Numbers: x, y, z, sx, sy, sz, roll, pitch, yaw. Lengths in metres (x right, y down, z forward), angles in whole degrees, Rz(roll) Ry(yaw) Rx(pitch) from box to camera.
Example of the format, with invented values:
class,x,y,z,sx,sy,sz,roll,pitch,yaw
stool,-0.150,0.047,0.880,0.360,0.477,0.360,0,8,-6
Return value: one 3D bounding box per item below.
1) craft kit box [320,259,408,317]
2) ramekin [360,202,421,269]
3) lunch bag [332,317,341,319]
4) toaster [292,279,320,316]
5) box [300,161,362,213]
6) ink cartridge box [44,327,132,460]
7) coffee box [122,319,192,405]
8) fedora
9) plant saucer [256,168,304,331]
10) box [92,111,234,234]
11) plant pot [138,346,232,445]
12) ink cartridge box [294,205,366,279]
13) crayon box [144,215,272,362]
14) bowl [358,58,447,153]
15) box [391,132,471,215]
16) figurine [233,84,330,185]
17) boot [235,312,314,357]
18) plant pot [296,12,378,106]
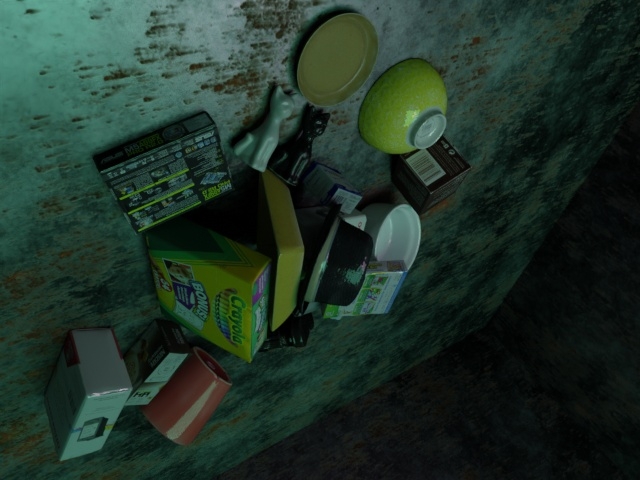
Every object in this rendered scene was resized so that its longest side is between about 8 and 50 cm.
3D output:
class,x,y,z,sx,sy,sz,roll,pitch,yaw
craft kit box,0.141,0.167,1.625,0.246,0.061,0.250,-4,139,-17
ramekin,0.228,-0.004,1.718,0.277,0.135,0.277,-17,114,-43
lunch bag,0.077,0.309,2.118,0.083,0.053,0.071,19,115,-42
toaster,-0.062,0.141,1.673,0.110,0.168,0.186,-8,137,-43
box,0.034,-0.155,1.425,0.126,0.137,0.072,13,121,-51
ink cartridge box,-0.672,0.434,1.378,0.131,0.226,0.306,2,131,-44
coffee box,-0.537,0.388,1.531,0.246,0.141,0.098,-47,146,14
fedora,0.053,0.071,1.339,0.334,0.152,0.334,19,90,-86
plant saucer,-0.113,0.020,1.311,0.080,0.333,0.333,-5,138,-14
box,-0.351,-0.153,1.125,0.270,0.060,0.216,-28,147,-16
plant pot,-0.462,0.524,1.686,0.243,0.275,0.275,-46,148,-7
ink cartridge box,0.000,0.000,1.553,0.272,0.114,0.198,-11,123,-41
crayon box,-0.294,0.135,1.294,0.106,0.313,0.363,-53,161,-40
bowl,0.271,-0.355,1.398,0.289,0.156,0.289,-26,146,-20
box,0.360,-0.220,1.594,0.167,0.168,0.203,-33,165,-9
figurine,-0.089,-0.270,1.229,0.214,0.092,0.209,16,111,-51
boot,-0.171,0.306,1.779,0.260,0.131,0.348,-12,-171,9
plant pot,0.038,-0.441,1.178,0.236,0.032,0.236,-26,146,-20
